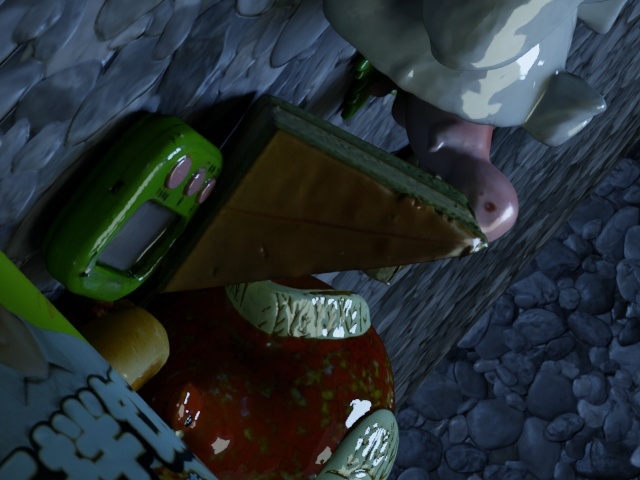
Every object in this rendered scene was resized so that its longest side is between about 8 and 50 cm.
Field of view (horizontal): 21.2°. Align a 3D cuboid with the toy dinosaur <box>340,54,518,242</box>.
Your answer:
[{"bbox_3d":[0.116,-0.105,1.370,0.194,0.177,0.152,-44,167,-33],"label":"toy dinosaur"}]

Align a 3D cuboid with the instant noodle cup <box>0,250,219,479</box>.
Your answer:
[{"bbox_3d":[-0.178,0.167,0.842,0.294,0.308,0.294,-46,168,-13],"label":"instant noodle cup"}]

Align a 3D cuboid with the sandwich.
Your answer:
[{"bbox_3d":[0.000,0.000,1.207,0.144,0.187,0.117,-59,-165,16],"label":"sandwich"}]

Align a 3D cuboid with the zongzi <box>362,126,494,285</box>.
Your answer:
[{"bbox_3d":[0.109,-0.050,1.767,0.176,0.078,0.160,-49,177,-46],"label":"zongzi"}]

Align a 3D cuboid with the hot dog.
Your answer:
[{"bbox_3d":[-0.190,0.098,1.122,0.249,0.102,0.076,-38,122,-51],"label":"hot dog"}]

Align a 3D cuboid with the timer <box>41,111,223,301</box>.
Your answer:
[{"bbox_3d":[-0.120,-0.021,1.099,0.128,0.047,0.140,-52,168,1],"label":"timer"}]

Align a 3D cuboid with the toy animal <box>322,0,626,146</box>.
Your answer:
[{"bbox_3d":[0.164,-0.215,1.155,0.265,0.206,0.272,-52,166,26],"label":"toy animal"}]

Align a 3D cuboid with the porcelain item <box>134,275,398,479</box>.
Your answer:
[{"bbox_3d":[-0.065,0.123,1.273,0.253,0.253,0.253,-47,167,-14],"label":"porcelain item"}]
